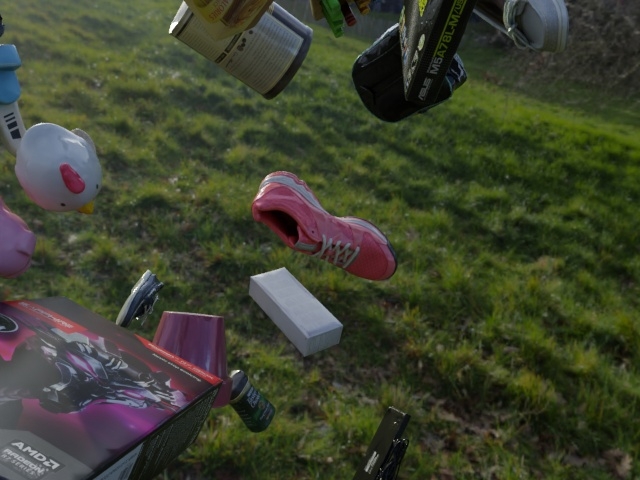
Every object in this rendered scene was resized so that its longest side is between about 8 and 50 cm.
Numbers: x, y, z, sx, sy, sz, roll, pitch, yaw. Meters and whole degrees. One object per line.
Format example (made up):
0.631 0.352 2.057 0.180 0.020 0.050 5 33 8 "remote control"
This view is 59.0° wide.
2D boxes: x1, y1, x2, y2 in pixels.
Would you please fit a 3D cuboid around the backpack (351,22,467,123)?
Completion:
0.161 -0.318 1.065 0.188 0.166 0.144 -26 17 41 "backpack"

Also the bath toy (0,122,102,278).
-0.401 -0.001 0.650 0.348 0.151 0.129 -39 39 -20 "bath toy"

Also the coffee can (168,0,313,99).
-0.185 -0.492 1.332 0.275 0.202 0.201 29 1 -27 "coffee can"

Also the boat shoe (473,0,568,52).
0.358 -0.437 1.068 0.103 0.118 0.320 -20 46 1 "boat shoe"

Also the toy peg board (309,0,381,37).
0.065 -0.485 1.116 0.160 0.079 0.161 -26 -7 2 "toy peg board"

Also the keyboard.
0.100 0.370 0.919 0.038 0.192 0.100 31 -12 -12 "keyboard"

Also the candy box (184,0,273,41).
-0.154 -0.421 0.652 0.183 0.316 0.087 -32 7 48 "candy box"

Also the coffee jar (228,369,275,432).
-0.216 0.468 1.653 0.079 0.184 0.096 -16 30 38 "coffee jar"

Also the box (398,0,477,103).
0.142 -0.298 0.688 0.045 0.184 0.191 6 53 -5 "box"

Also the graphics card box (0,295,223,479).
-0.249 0.144 0.502 0.232 0.094 0.371 27 1 7 "graphics card box"

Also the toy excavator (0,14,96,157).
-0.820 -0.341 1.401 0.222 0.445 0.433 -6 13 37 "toy excavator"

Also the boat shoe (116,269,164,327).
-0.510 0.175 1.615 0.079 0.095 0.254 37 15 -15 "boat shoe"

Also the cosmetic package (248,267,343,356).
-0.062 0.159 1.298 0.098 0.060 0.239 -12 38 -36 "cosmetic package"

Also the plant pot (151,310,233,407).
-0.278 0.244 1.190 0.201 0.180 0.201 6 -7 1 "plant pot"

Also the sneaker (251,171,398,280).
-0.001 0.000 1.079 0.313 0.116 0.136 32 33 -2 "sneaker"
